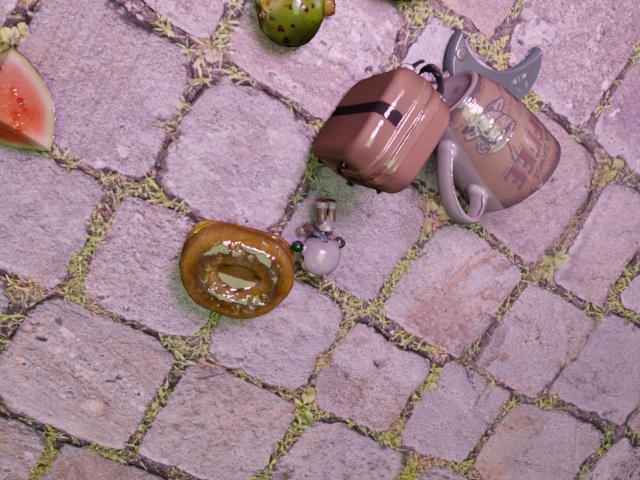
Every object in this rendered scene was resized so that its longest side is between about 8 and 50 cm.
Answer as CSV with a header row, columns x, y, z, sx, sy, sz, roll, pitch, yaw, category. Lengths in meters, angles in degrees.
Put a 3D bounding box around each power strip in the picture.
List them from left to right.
x,y,z,sx,sy,sz,roll,pitch,yaw,category
0.376,-0.381,1.052,0.253,0.054,0.168,3,105,-13,power strip

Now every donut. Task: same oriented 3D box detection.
x,y,z,sx,sy,sz,roll,pitch,yaw,category
-0.187,0.072,1.037,0.261,0.128,0.209,11,104,-12,donut

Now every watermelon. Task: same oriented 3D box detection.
x,y,z,sx,sy,sz,roll,pitch,yaw,category
-0.619,-0.255,0.880,0.145,0.137,0.193,-1,110,26,watermelon

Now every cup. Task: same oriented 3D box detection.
x,y,z,sx,sy,sz,roll,pitch,yaw,category
0.321,-0.190,0.978,0.257,0.227,0.301,37,72,-23,cup

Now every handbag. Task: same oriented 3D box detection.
x,y,z,sx,sy,sz,roll,pitch,yaw,category
0.129,-0.242,0.921,0.149,0.302,0.283,36,91,-19,handbag

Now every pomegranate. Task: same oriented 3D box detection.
x,y,z,sx,sy,sz,roll,pitch,yaw,category
-0.043,-0.458,0.909,0.168,0.122,0.143,-4,119,-13,pomegranate

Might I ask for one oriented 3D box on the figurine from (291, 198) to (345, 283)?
x,y,z,sx,sy,sz,roll,pitch,yaw,category
-0.001,0.000,1.075,0.147,0.093,0.197,-4,100,-33,figurine
